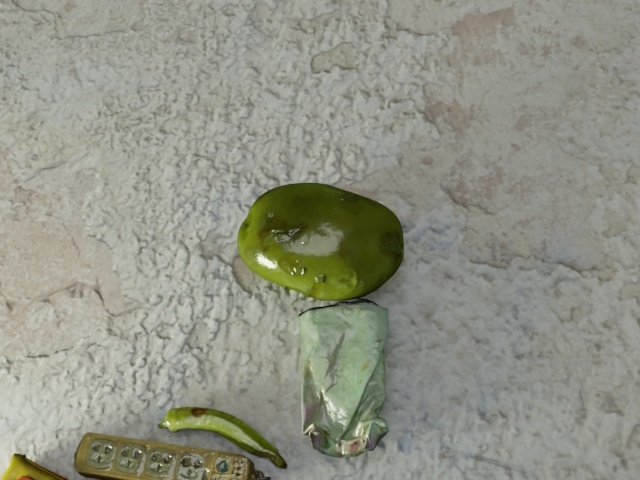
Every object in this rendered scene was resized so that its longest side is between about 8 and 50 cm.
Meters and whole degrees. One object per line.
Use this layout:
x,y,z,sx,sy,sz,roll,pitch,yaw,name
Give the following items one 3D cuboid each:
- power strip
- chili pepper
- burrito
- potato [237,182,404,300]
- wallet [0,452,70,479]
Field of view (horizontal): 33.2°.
-0.222,0.329,1.564,0.305,0.044,0.064,6,65,10,power strip
-0.141,0.279,1.579,0.208,0.043,0.049,14,55,13,chili pepper
0.036,0.203,1.567,0.144,0.089,0.229,-9,62,19,burrito
0.000,0.000,1.625,0.253,0.148,0.186,-2,41,0,potato
-0.373,0.415,1.533,0.241,0.067,0.141,23,72,17,wallet
